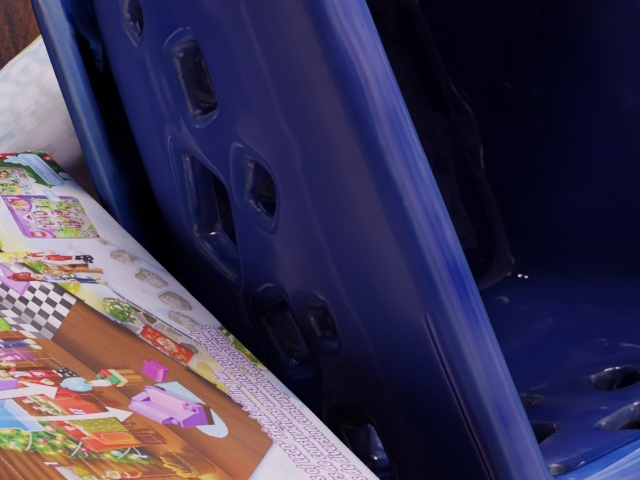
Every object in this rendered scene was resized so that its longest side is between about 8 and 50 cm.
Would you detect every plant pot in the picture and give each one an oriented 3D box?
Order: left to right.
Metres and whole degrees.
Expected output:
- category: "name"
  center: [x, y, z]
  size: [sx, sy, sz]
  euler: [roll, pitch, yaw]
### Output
- category: "plant pot"
  center: [0.049, -0.039, 0.564]
  size: [0.236, 0.236, 0.212]
  euler: [-22, 3, -33]

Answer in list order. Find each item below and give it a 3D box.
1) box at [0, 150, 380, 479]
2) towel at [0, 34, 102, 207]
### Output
- category: "box"
  center: [-0.131, 0.040, 0.460]
  size: [0.201, 0.057, 0.293]
  euler: [0, 19, -26]
- category: "towel"
  center: [-0.134, -0.004, 0.847]
  size: [0.320, 0.090, 0.374]
  euler: [-42, -3, 11]
